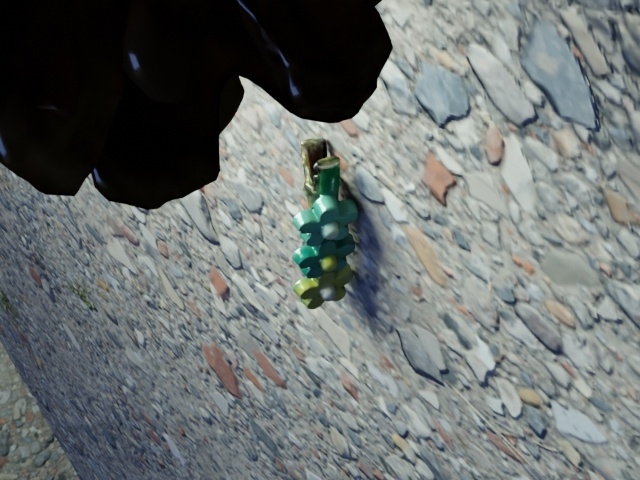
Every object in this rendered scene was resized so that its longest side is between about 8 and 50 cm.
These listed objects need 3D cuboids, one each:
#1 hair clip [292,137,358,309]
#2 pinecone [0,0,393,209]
[{"bbox_3d":[-0.001,0.001,1.012,0.049,0.049,0.173,42,154,29],"label":"hair clip"},{"bbox_3d":[-0.099,-0.188,0.521,0.398,0.398,0.397,44,156,26],"label":"pinecone"}]
